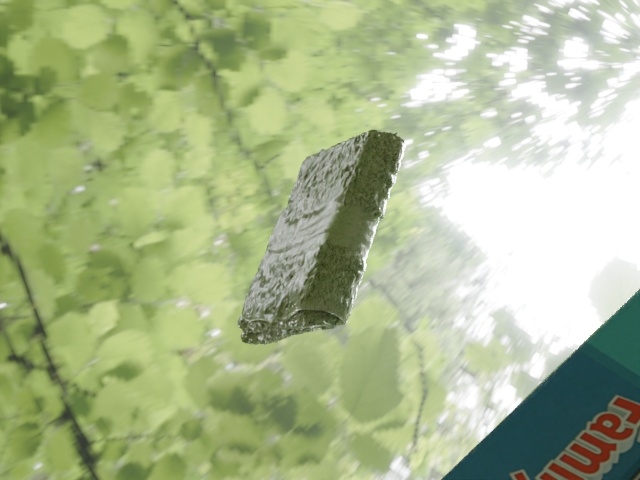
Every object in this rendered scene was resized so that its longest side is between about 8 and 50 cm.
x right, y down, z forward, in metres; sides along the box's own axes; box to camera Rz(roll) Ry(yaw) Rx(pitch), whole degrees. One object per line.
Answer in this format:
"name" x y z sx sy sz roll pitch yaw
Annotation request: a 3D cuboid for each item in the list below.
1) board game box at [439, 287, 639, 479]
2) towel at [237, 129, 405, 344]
"board game box" 0.044 0.154 0.459 0.079 0.336 0.254 33 -37 25
"towel" 0.000 0.000 0.969 0.027 0.148 0.110 24 -103 -12
